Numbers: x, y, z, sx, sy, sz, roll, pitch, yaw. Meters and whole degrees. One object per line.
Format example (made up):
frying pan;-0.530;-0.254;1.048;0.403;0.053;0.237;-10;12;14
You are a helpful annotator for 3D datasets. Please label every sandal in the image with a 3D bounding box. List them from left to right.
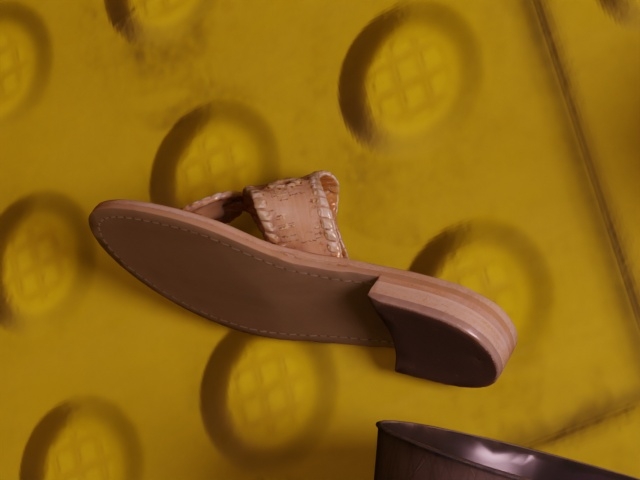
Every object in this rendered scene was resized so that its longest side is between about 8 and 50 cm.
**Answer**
sandal;0.001;0.004;1.029;0.240;0.088;0.079;17;57;26

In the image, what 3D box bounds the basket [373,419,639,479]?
basket;0.091;0.213;0.872;0.204;0.154;0.227;15;91;29
